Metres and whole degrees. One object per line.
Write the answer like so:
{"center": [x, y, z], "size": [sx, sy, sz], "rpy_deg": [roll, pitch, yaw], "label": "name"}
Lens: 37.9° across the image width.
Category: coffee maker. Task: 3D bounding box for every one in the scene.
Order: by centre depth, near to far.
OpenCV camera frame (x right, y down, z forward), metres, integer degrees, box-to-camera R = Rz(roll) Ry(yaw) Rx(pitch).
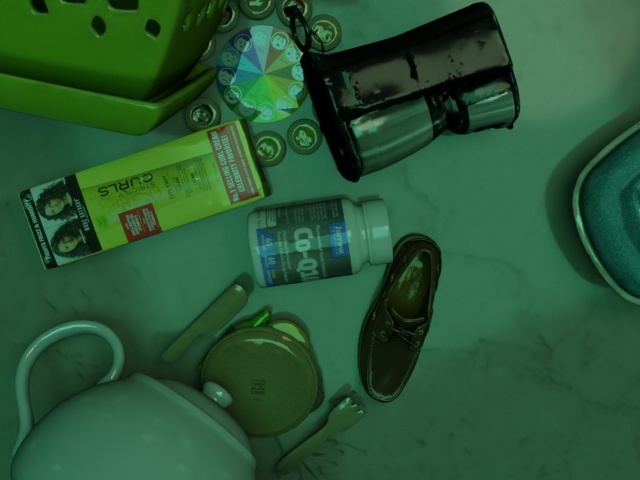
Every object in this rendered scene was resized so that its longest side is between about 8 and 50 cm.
{"center": [0.082, -0.161, 0.879], "size": [0.178, 0.120, 0.171], "rpy_deg": [-22, 117, -8], "label": "coffee maker"}

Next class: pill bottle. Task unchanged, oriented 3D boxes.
{"center": [0.000, 0.000, 0.927], "size": [0.137, 0.078, 0.078], "rpy_deg": [-9, 96, 1], "label": "pill bottle"}

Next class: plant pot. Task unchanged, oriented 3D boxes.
{"center": [-0.198, -0.219, 0.823], "size": [0.228, 0.227, 0.207], "rpy_deg": [12, 111, 4], "label": "plant pot"}

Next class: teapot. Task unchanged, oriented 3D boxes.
{"center": [-0.156, 0.212, 0.892], "size": [0.256, 0.252, 0.187], "rpy_deg": [50, 63, -32], "label": "teapot"}

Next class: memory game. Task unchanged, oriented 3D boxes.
{"center": [-0.057, -0.167, 0.943], "size": [0.186, 0.012, 0.186], "rpy_deg": [0, 96, 0], "label": "memory game"}

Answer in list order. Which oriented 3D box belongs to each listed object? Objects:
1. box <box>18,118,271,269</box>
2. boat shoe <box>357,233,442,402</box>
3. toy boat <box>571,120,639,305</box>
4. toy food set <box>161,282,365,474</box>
{"center": [-0.172, -0.046, 0.927], "size": [0.232, 0.058, 0.087], "rpy_deg": [-17, 96, 5], "label": "box"}
{"center": [0.080, 0.081, 0.944], "size": [0.064, 0.060, 0.178], "rpy_deg": [15, 96, -2], "label": "boat shoe"}
{"center": [0.411, 0.007, 0.881], "size": [0.267, 0.148, 0.318], "rpy_deg": [-31, 88, 4], "label": "toy boat"}
{"center": [-0.059, 0.142, 0.967], "size": [0.132, 0.038, 0.192], "rpy_deg": [-41, 100, 11], "label": "toy food set"}
